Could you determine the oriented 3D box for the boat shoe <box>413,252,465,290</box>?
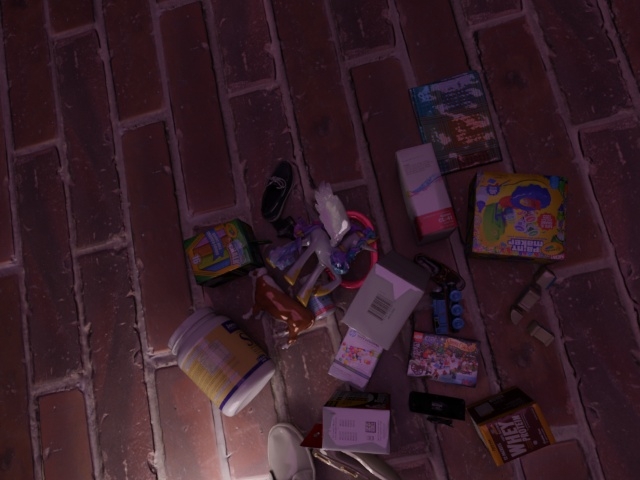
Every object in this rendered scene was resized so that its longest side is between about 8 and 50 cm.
[{"bbox_3d":[0.422,0.115,1.662,0.206,0.073,0.073,29,83,11],"label":"boat shoe"}]

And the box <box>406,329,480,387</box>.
[{"bbox_3d":[0.426,0.409,1.627,0.232,0.044,0.159,8,82,10],"label":"box"}]

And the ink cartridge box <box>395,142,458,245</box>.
[{"bbox_3d":[0.362,-0.154,1.637,0.131,0.226,0.307,-14,80,6],"label":"ink cartridge box"}]

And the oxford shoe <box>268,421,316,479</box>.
[{"bbox_3d":[-0.101,0.855,1.585,0.169,0.130,0.450,-13,77,21],"label":"oxford shoe"}]

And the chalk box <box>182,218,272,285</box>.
[{"bbox_3d":[-0.324,0.038,1.736,0.288,0.180,0.179,-23,78,3],"label":"chalk box"}]

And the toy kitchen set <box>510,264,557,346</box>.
[{"bbox_3d":[0.764,0.220,1.589,0.166,0.122,0.207,37,108,12],"label":"toy kitchen set"}]

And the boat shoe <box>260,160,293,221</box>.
[{"bbox_3d":[-0.172,-0.200,1.792,0.095,0.079,0.255,15,74,18],"label":"boat shoe"}]

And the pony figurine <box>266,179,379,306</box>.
[{"bbox_3d":[0.000,0.000,1.606,0.363,0.302,0.351,-42,108,-13],"label":"pony figurine"}]

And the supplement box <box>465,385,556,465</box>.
[{"bbox_3d":[0.596,0.583,1.488,0.191,0.194,0.129,-25,85,4],"label":"supplement box"}]

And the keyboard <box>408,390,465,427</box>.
[{"bbox_3d":[0.400,0.586,1.615,0.191,0.038,0.100,7,59,11],"label":"keyboard"}]

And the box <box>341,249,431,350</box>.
[{"bbox_3d":[0.227,0.178,1.520,0.168,0.345,0.215,31,104,12],"label":"box"}]

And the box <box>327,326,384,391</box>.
[{"bbox_3d":[0.131,0.421,1.670,0.145,0.038,0.186,26,82,13],"label":"box"}]

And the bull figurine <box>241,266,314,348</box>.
[{"bbox_3d":[-0.170,0.240,1.696,0.310,0.101,0.189,37,106,13],"label":"bull figurine"}]

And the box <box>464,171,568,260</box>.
[{"bbox_3d":[0.662,-0.072,1.604,0.289,0.177,0.280,4,82,9],"label":"box"}]

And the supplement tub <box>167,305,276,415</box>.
[{"bbox_3d":[-0.347,0.417,1.644,0.331,0.241,0.241,41,89,12],"label":"supplement tub"}]

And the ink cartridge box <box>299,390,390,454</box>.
[{"bbox_3d":[0.092,0.577,1.515,0.271,0.309,0.130,0,80,8],"label":"ink cartridge box"}]

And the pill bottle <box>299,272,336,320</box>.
[{"bbox_3d":[-0.014,0.203,1.706,0.087,0.087,0.160,-29,78,3],"label":"pill bottle"}]

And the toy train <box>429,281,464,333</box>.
[{"bbox_3d":[0.436,0.235,1.620,0.105,0.080,0.184,-7,98,7],"label":"toy train"}]

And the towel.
[{"bbox_3d":[0.505,-0.442,1.758,0.271,0.040,0.371,-14,79,7],"label":"towel"}]

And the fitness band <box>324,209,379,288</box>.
[{"bbox_3d":[0.109,0.033,1.737,0.208,0.054,0.291,-7,81,5],"label":"fitness band"}]

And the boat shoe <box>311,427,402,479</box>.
[{"bbox_3d":[0.122,0.764,1.583,0.324,0.116,0.097,27,90,16],"label":"boat shoe"}]

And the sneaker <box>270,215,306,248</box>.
[{"bbox_3d":[-0.126,-0.027,1.782,0.089,0.051,0.170,-30,73,3],"label":"sneaker"}]
